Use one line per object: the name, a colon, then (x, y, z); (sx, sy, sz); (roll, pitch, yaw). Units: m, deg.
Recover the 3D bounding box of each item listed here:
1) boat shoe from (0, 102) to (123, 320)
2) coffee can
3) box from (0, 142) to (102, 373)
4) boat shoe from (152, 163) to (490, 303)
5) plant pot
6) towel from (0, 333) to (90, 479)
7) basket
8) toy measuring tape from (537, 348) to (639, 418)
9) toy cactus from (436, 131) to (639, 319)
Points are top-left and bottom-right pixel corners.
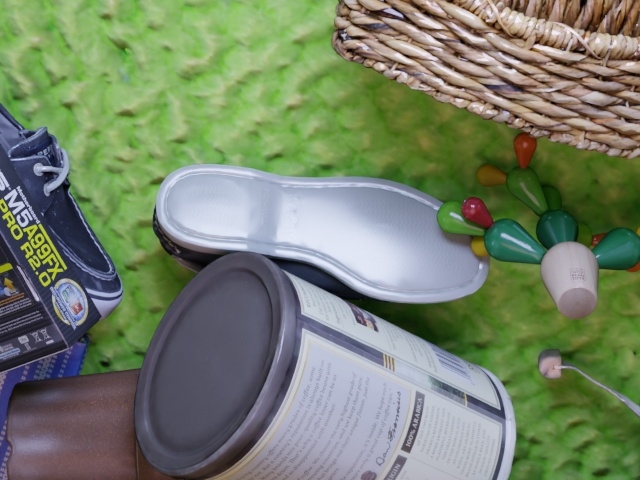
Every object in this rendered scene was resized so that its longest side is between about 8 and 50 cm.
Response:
boat shoe: (-0.275, -0.058, 1.800); (0.102, 0.108, 0.301); (-41, 95, 21)
coffee can: (0.006, 0.154, 1.745); (0.275, 0.201, 0.201); (28, 115, -33)
box: (-0.353, 0.027, 1.771); (0.270, 0.060, 0.216); (-21, 105, 34)
boat shoe: (0.000, 0.000, 1.798); (0.303, 0.091, 0.114); (16, 69, 1)
plant pot: (-0.200, 0.191, 1.850); (0.165, 0.167, 0.167); (-2, 112, 3)
towel: (-0.412, 0.133, 1.925); (0.336, 0.040, 0.243); (21, 114, -3)
basket: (0.177, -0.222, 1.616); (0.299, 0.213, 0.223); (20, 114, -2)
toy measuring tape: (0.319, 0.231, 1.846); (0.330, 0.121, 0.121); (33, 112, 0)
toy cactus: (0.216, -0.003, 1.721); (0.219, 0.180, 0.112); (13, 121, -11)
